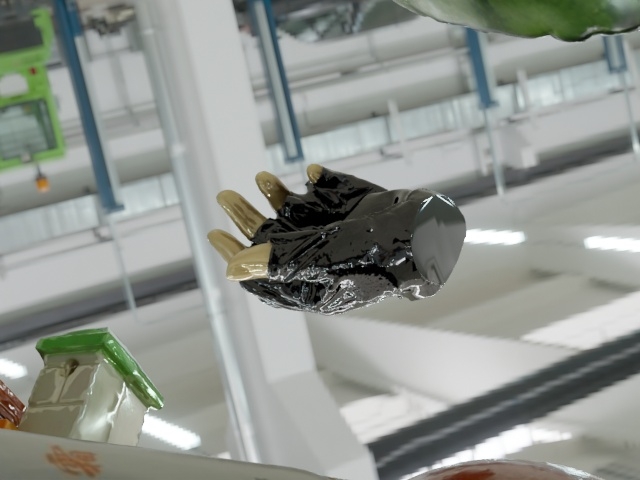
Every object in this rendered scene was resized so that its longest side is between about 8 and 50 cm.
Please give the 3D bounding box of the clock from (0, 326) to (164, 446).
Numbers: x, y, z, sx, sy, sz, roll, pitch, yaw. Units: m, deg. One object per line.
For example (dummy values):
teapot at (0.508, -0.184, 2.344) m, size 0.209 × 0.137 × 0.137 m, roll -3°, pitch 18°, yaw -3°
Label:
clock at (-0.205, 0.162, 0.584) m, size 0.219 × 0.106 × 0.255 m, roll -6°, pitch -133°, yaw 24°

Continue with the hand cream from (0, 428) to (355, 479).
hand cream at (-0.087, 0.119, 0.438) m, size 0.314 × 0.140 × 0.089 m, roll 9°, pitch 137°, yaw -38°

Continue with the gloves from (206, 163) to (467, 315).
gloves at (0.000, 0.000, 1.023) m, size 0.203 × 0.124 × 0.164 m, roll -3°, pitch -161°, yaw 31°

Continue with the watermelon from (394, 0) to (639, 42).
watermelon at (0.116, -0.241, 0.450) m, size 0.330 × 0.189 × 0.331 m, roll -28°, pitch -140°, yaw 27°

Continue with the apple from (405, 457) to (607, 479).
apple at (0.135, 0.317, 0.793) m, size 0.277 × 0.349 × 0.348 m, roll -25°, pitch -176°, yaw 21°
